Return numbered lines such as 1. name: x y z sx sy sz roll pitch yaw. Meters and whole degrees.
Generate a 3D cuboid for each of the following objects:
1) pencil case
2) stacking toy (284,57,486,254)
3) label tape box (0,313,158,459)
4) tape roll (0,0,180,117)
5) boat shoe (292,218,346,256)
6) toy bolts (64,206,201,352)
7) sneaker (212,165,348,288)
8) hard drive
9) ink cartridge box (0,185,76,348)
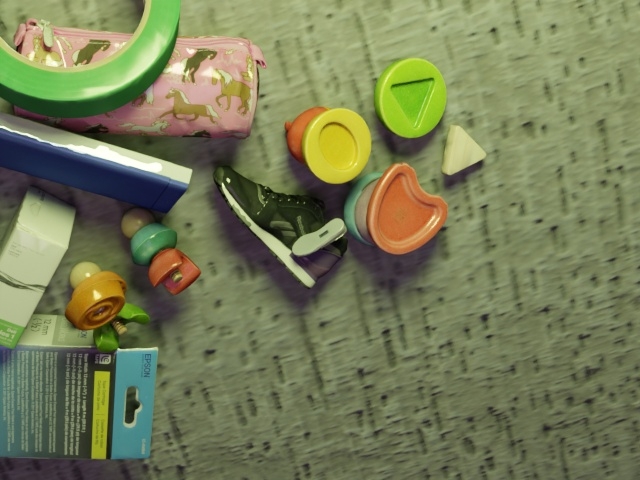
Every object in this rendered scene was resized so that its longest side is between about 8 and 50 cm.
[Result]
1. pencil case: -0.281 -0.247 1.559 0.386 0.167 0.160 3 79 -9
2. stacking toy: 0.105 -0.152 1.709 0.279 0.130 0.309 -45 119 -13
3. label tape box: -0.477 0.266 1.824 0.347 0.115 0.249 3 117 -11
4. tape roll: -0.363 -0.337 1.439 0.321 0.077 0.321 2 76 -9
5. boat shoe: 0.000 0.000 1.700 0.100 0.035 0.035 -33 149 2
6. toy bolts: -0.343 0.045 1.682 0.228 0.158 0.218 -39 158 0
7. sneaker: -0.064 -0.051 1.727 0.124 0.107 0.283 -41 122 4
8. hard drive: -0.378 -0.120 1.594 0.318 0.210 0.040 16 76 -15
9. ink cartridge box: -0.498 0.043 1.676 0.092 0.160 0.219 26 112 -20
